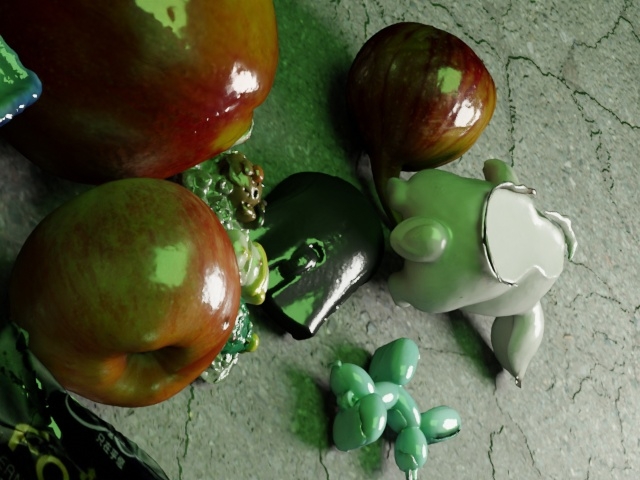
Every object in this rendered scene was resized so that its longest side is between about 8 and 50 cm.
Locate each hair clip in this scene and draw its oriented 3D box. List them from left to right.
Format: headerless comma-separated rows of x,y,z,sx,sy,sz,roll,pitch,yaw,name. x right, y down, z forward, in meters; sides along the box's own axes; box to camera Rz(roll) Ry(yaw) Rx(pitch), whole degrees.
-0.094,-0.026,1.899,0.138,0.091,0.321,54,26,-68,hair clip

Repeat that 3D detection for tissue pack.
-0.236,0.223,1.527,0.245,0.123,0.332,54,20,-17,tissue pack

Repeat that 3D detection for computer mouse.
0.000,0.000,2.039,0.147,0.088,0.264,57,40,-6,computer mouse

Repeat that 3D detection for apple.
-0.169,0.049,1.700,0.209,0.209,0.164,13,46,-46,apple

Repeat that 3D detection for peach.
-0.202,-0.202,1.737,0.332,0.307,0.308,32,47,-35,peach

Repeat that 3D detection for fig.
0.098,-0.134,2.187,0.175,0.175,0.207,40,71,-29,fig

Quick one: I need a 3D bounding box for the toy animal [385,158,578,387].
0.184,0.024,2.165,0.325,0.154,0.209,47,51,-43,toy animal

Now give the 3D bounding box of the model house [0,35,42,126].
-0.341,-0.053,1.532,0.329,0.251,0.295,30,45,-46,model house

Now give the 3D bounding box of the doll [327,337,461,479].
0.067,0.173,2.035,0.159,0.059,0.158,56,37,-13,doll
